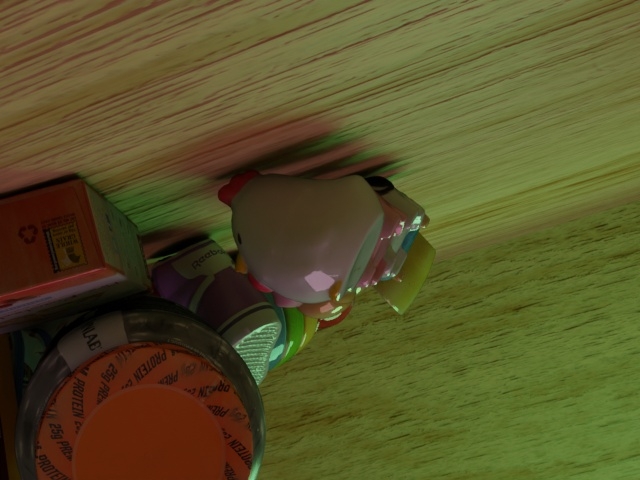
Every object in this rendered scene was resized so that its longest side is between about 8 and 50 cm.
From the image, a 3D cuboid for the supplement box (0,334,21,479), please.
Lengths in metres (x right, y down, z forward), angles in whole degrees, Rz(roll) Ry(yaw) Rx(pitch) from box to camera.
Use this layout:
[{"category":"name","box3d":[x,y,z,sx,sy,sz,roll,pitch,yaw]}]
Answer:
[{"category":"supplement box","box3d":[-0.393,0.166,0.913,0.129,0.191,0.194,-21,165,39]}]

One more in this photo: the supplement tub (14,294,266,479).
[{"category":"supplement tub","box3d":[-0.153,0.148,0.856,0.194,0.193,0.316,-15,-177,-12]}]

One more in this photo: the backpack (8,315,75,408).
[{"category":"backpack","box3d":[-0.304,0.190,1.124,0.276,0.263,0.213,-21,138,36]}]

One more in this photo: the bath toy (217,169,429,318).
[{"category":"bath toy","box3d":[0.000,0.000,0.896,0.129,0.151,0.348,27,-176,11]}]

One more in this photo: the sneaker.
[{"category":"sneaker","box3d":[-0.135,0.100,1.149,0.102,0.161,0.282,-25,157,-34]}]

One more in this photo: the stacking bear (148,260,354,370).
[{"category":"stacking bear","box3d":[-0.069,0.087,1.361,0.289,0.164,0.175,-17,176,-43]}]

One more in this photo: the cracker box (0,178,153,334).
[{"category":"cracker box","box3d":[-0.219,0.023,0.742,0.156,0.067,0.232,-16,175,-3]}]

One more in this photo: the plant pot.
[{"category":"plant pot","box3d":[0.102,0.022,1.393,0.095,0.134,0.134,-42,171,4]}]
